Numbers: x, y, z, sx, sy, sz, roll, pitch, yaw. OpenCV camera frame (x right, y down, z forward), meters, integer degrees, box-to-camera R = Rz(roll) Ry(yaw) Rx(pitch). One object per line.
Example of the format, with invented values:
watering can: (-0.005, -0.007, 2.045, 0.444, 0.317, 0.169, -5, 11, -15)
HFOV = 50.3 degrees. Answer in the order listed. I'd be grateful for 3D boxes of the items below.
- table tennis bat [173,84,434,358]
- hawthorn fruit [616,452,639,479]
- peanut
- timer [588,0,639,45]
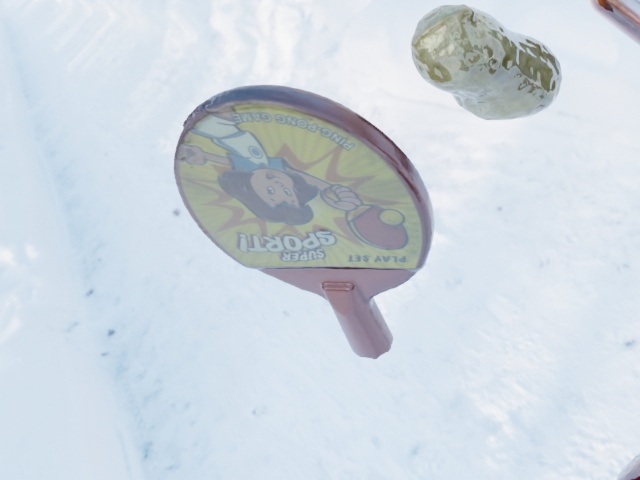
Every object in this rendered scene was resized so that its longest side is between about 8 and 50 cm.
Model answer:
table tennis bat: (0.000, 0.000, 0.740, 0.268, 0.415, 0.051, 0, 50, 25)
hawthorn fruit: (0.324, 0.243, 0.463, 0.261, 0.258, 0.258, -27, 31, 2)
peanut: (0.170, -0.175, 0.685, 0.099, 0.214, 0.100, -7, 79, 39)
timer: (0.429, -0.265, 0.720, 0.250, 0.257, 0.161, -55, 2, -19)
